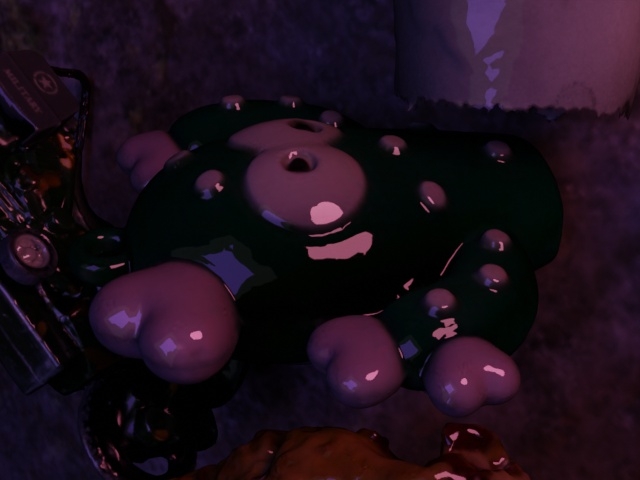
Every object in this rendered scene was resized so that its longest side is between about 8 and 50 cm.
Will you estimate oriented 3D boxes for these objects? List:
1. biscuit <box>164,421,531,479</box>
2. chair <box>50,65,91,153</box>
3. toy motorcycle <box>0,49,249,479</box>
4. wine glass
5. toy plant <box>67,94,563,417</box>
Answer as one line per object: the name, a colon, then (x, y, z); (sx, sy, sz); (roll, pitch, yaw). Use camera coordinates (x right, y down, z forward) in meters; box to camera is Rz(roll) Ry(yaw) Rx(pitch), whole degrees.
biscuit: (0.030, 0.216, 0.529); (0.289, 0.081, 0.334); (39, 132, -9)
chair: (-0.258, -0.012, 0.752); (0.140, 0.145, 0.221); (4, 95, 33)
toy motorcycle: (-0.134, 0.009, 0.631); (0.125, 0.187, 0.274); (-35, 93, 32)
wine glass: (0.106, -0.216, 0.512); (0.143, 0.143, 0.321); (12, 98, 32)
toy plant: (-0.003, -0.002, 0.533); (0.243, 0.232, 0.112); (6, 122, 6)
